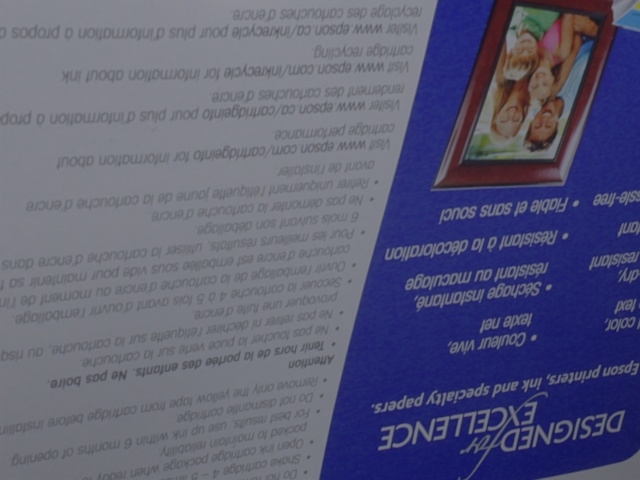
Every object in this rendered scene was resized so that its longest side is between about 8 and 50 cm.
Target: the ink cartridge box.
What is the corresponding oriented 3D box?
[{"bbox_3d":[0.000,0.000,0.549,0.072,0.304,0.307,44,-50,45],"label":"ink cartridge box"}]
